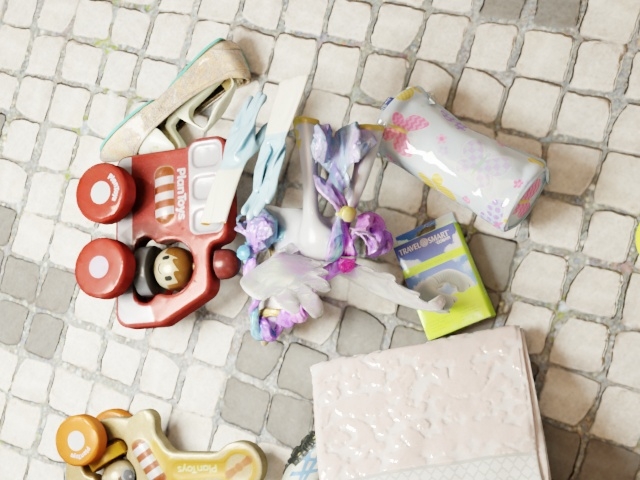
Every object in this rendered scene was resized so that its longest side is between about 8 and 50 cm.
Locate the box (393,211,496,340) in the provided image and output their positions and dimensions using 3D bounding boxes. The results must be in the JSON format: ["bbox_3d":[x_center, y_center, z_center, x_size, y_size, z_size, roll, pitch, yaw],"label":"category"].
[{"bbox_3d":[0.188,0.054,1.569,0.109,0.042,0.178,-24,77,16],"label":"box"}]

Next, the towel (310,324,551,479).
[{"bbox_3d":[0.151,0.280,1.449,0.331,0.053,0.317,-11,49,10],"label":"towel"}]

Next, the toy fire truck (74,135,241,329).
[{"bbox_3d":[-0.252,-0.011,1.662,0.253,0.169,0.302,-7,78,23],"label":"toy fire truck"}]

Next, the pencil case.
[{"bbox_3d":[0.212,-0.127,1.544,0.273,0.113,0.124,36,76,21],"label":"pencil case"}]

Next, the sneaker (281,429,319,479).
[{"bbox_3d":[-0.027,0.396,1.598,0.086,0.085,0.237,27,90,-5],"label":"sneaker"}]

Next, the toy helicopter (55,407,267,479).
[{"bbox_3d":[-0.255,0.391,1.649,0.354,0.140,0.235,-6,84,17],"label":"toy helicopter"}]

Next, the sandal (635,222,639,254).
[{"bbox_3d":[0.593,0.002,1.374,0.317,0.138,0.126,0,82,19],"label":"sandal"}]

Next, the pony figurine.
[{"bbox_3d":[0.000,0.000,1.539,0.351,0.302,0.364,6,88,59],"label":"pony figurine"}]

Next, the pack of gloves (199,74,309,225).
[{"bbox_3d":[-0.090,-0.129,1.551,0.195,0.046,0.232,-1,69,55],"label":"pack of gloves"}]

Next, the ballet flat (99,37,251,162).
[{"bbox_3d":[-0.245,-0.212,1.733,0.316,0.107,0.106,-41,79,13],"label":"ballet flat"}]
